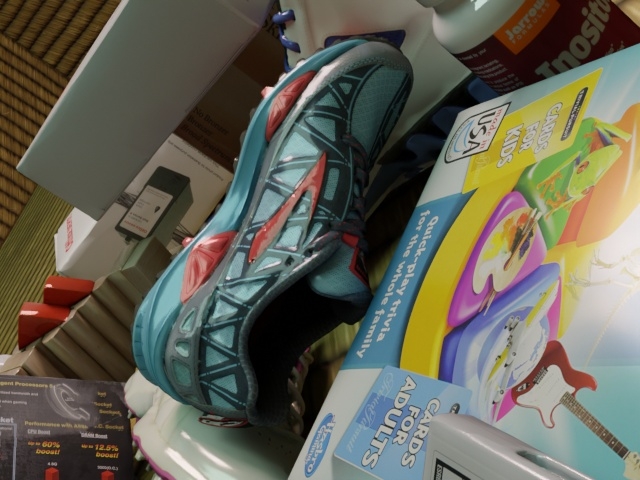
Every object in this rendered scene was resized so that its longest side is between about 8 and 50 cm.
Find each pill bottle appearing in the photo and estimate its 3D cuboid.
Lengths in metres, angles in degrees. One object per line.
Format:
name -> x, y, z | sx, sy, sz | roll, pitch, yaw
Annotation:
pill bottle -> 0.124, -0.129, 0.572 | 0.086, 0.152, 0.086 | -45, 23, 26

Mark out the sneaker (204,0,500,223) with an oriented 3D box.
sneaker -> 0.009, -0.116, 0.712 | 0.315, 0.182, 0.127 | -35, 17, 24

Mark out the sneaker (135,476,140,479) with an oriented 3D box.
sneaker -> -0.269, 0.262, 0.914 | 0.275, 0.107, 0.110 | -18, 51, 58

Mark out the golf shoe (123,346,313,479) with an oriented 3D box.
golf shoe -> -0.058, 0.111, 0.670 | 0.140, 0.115, 0.306 | -53, 22, -4

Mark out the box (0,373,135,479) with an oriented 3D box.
box -> -0.285, 0.203, 0.669 | 0.242, 0.307, 0.077 | -108, 33, -46

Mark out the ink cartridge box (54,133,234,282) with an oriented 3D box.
ink cartridge box -> -0.220, -0.070, 1.263 | 0.289, 0.121, 0.211 | -54, 21, 4

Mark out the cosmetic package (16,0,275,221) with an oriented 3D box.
cosmetic package -> -0.111, -0.234, 0.873 | 0.284, 0.097, 0.377 | -43, 21, 43

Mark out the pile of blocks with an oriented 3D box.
pile of blocks -> -0.257, 0.109, 0.877 | 0.362, 0.113, 0.149 | -46, 26, -14

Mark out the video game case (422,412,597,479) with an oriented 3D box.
video game case -> 0.073, 0.179, 0.276 | 0.193, 0.023, 0.213 | -165, 82, -68

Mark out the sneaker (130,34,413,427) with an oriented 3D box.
sneaker -> 0.000, 0.000, 0.589 | 0.125, 0.104, 0.262 | 29, 88, 38

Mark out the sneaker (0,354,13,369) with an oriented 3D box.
sneaker -> -0.435, 0.324, 1.131 | 0.366, 0.137, 0.210 | -59, 21, 4

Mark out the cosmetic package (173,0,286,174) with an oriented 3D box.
cosmetic package -> -0.031, -0.210, 1.031 | 0.296, 0.153, 0.129 | -55, 21, 5

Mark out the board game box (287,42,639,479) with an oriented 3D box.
board game box -> 0.141, 0.024, 0.411 | 0.336, 0.079, 0.254 | -15, 45, 60
